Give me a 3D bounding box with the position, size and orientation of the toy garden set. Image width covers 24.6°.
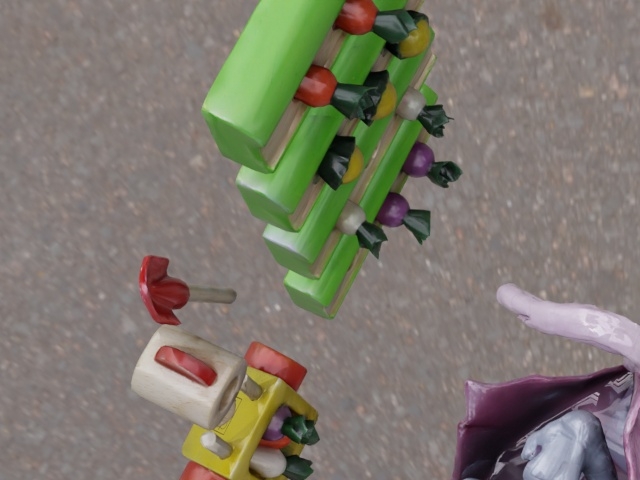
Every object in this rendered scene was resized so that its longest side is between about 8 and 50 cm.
[{"bbox_3d":[0.000,0.000,0.541,0.049,0.244,0.203,26,78,12],"label":"toy garden set"}]

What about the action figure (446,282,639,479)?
[{"bbox_3d":[0.252,0.127,0.973,0.370,0.248,0.275,-8,106,-25],"label":"action figure"}]
